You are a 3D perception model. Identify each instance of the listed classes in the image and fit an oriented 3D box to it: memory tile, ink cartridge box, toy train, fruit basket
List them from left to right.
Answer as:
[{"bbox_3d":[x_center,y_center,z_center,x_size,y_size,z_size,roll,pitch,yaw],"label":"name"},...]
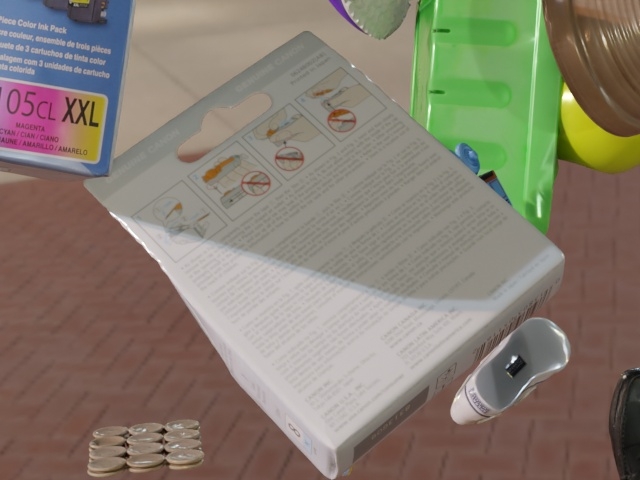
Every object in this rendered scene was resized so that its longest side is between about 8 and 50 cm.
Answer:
[{"bbox_3d":[-0.245,-0.257,1.173,0.151,0.395,0.270,10,-2,-17],"label":"ink cartridge box"},{"bbox_3d":[-0.173,0.206,1.307,0.113,0.012,0.148,-5,8,-7],"label":"memory tile"},{"bbox_3d":[0.000,0.000,1.318,0.308,0.091,0.385,-37,66,-20],"label":"ink cartridge box"},{"bbox_3d":[0.150,-0.047,1.538,0.080,0.105,0.184,-32,-3,33],"label":"toy train"},{"bbox_3d":[0.311,-0.180,1.767,0.392,0.392,0.283,-7,2,-5],"label":"fruit basket"}]

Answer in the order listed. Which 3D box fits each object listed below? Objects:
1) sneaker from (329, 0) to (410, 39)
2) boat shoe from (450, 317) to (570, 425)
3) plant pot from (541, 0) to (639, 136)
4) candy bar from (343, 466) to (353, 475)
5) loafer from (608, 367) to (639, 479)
[{"bbox_3d":[0.006,-0.400,1.821,0.102,0.293,0.146,-49,36,-1],"label":"sneaker"},{"bbox_3d":[0.287,0.204,2.004,0.088,0.096,0.267,-44,-5,42],"label":"boat shoe"},{"bbox_3d":[0.350,-0.239,1.431,0.110,0.237,0.237,-17,8,40],"label":"plant pot"},{"bbox_3d":[0.057,0.301,2.031,0.040,0.161,0.018,3,29,-39],"label":"candy bar"},{"bbox_3d":[0.358,0.249,1.421,0.076,0.223,0.078,-3,-4,-5],"label":"loafer"}]
